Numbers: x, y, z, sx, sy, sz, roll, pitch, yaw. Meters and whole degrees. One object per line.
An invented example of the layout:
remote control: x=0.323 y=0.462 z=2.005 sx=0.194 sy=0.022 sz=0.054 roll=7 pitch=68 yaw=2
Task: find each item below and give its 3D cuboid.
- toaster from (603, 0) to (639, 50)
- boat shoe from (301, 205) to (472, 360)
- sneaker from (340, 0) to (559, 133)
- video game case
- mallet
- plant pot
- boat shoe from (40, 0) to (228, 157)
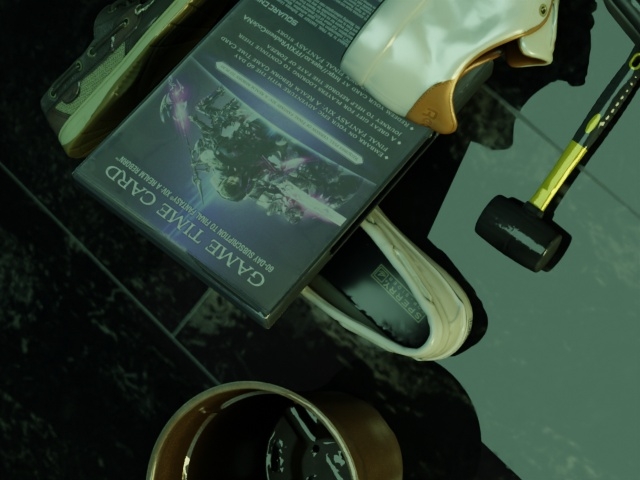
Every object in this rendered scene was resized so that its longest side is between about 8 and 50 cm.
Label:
toaster: x=0.287 y=-0.180 z=0.894 sx=0.168 sy=0.110 sz=0.185 roll=-39 pitch=76 yaw=9
boat shoe: x=0.000 y=0.000 z=1.023 sx=0.267 sy=0.088 sz=0.096 roll=45 pitch=105 yaw=16
sneaker: x=0.150 y=-0.203 z=0.961 sx=0.123 sy=0.106 sz=0.290 roll=39 pitch=94 yaw=4
video game case: x=-0.027 y=-0.091 z=1.002 sx=0.196 sy=0.026 sz=0.274 roll=36 pitch=74 yaw=18
mallet: x=0.198 y=-0.060 z=0.979 sx=0.062 sy=0.039 sz=0.189 roll=44 pitch=100 yaw=16
plant pot: x=-0.020 y=0.181 z=0.988 sx=0.167 sy=0.165 sz=0.166 roll=0 pitch=90 yaw=21
boat shoe: x=-0.158 y=-0.168 z=1.092 sx=0.073 sy=0.080 sz=0.223 roll=46 pitch=109 yaw=10
